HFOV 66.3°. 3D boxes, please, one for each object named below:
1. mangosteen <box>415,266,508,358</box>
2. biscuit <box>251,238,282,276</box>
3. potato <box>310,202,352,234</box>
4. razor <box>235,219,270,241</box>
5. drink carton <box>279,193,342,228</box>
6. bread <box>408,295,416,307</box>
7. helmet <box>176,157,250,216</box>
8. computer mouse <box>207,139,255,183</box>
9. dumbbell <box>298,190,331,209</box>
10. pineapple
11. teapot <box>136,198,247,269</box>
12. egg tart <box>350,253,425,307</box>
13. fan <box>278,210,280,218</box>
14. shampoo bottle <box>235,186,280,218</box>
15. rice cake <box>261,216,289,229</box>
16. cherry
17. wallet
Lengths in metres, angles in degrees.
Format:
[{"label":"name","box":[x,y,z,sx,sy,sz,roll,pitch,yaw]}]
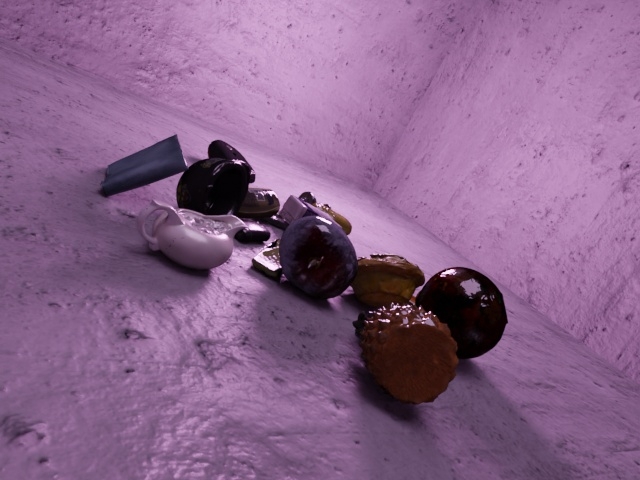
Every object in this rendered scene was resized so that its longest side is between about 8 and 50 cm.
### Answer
[{"label":"mangosteen","box":[0.437,0.227,1.556,0.311,0.311,0.311,26,15,-8]},{"label":"biscuit","box":[-0.139,0.051,1.574,0.099,0.038,0.322,32,14,2]},{"label":"potato","box":[0.035,-0.083,2.195,0.251,0.113,0.149,30,5,-27]},{"label":"razor","box":[-0.233,-0.031,1.645,0.090,0.054,0.148,40,19,26]},{"label":"drink carton","box":[-0.038,-0.082,1.984,0.222,0.101,0.134,25,11,-37]},{"label":"bread","box":[0.323,0.227,1.785,0.226,0.049,0.088,34,16,19]},{"label":"helmet","box":[-0.349,-0.160,1.537,0.161,0.230,0.279,17,32,14]},{"label":"computer mouse","box":[-0.417,-0.350,2.262,0.183,0.116,0.323,16,26,-43]},{"label":"dumbbell","box":[-0.014,-0.158,2.379,0.255,0.110,0.110,21,16,-46]},{"label":"pineapple","box":[0.184,0.250,1.218,0.223,0.222,0.357,25,-2,-10]},{"label":"teapot","box":[-0.333,-0.018,1.254,0.208,0.166,0.300,52,15,31]},{"label":"egg tart","box":[0.204,0.144,1.588,0.289,0.118,0.288,3,-24,1]},{"label":"fan","box":[-0.200,-0.125,2.022,0.182,0.010,0.310,24,7,-25]},{"label":"shampoo bottle","box":[-0.304,-0.139,1.768,0.350,0.084,0.125,-4,59,-48]},{"label":"rice cake","box":[-0.208,-0.092,1.927,0.207,0.036,0.047,25,25,-11]},{"label":"cherry","box":[-0.008,0.049,1.464,0.255,0.218,0.296,48,3,-4]},{"label":"wallet","box":[-0.546,-0.239,1.518,0.252,0.054,0.290,-23,33,-10]}]
